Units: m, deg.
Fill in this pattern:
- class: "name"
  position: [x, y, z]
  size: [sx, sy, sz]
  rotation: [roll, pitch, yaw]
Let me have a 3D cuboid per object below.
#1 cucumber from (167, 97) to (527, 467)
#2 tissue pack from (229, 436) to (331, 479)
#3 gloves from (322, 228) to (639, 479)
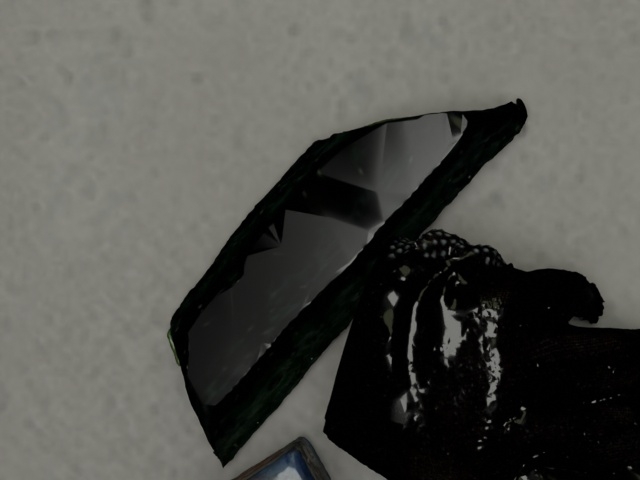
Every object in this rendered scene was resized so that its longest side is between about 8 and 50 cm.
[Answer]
- class: "cucumber"
  position: [0.000, 0.000, 0.871]
  size: [0.070, 0.046, 0.220]
  rotation: [42, 92, 10]
- class: "tissue pack"
  position: [-0.043, 0.178, 0.863]
  size: [0.155, 0.065, 0.115]
  rotation: [-32, 90, 2]
- class: "gloves"
  position: [0.099, 0.076, 0.832]
  size: [0.180, 0.106, 0.129]
  rotation: [18, 90, 7]
